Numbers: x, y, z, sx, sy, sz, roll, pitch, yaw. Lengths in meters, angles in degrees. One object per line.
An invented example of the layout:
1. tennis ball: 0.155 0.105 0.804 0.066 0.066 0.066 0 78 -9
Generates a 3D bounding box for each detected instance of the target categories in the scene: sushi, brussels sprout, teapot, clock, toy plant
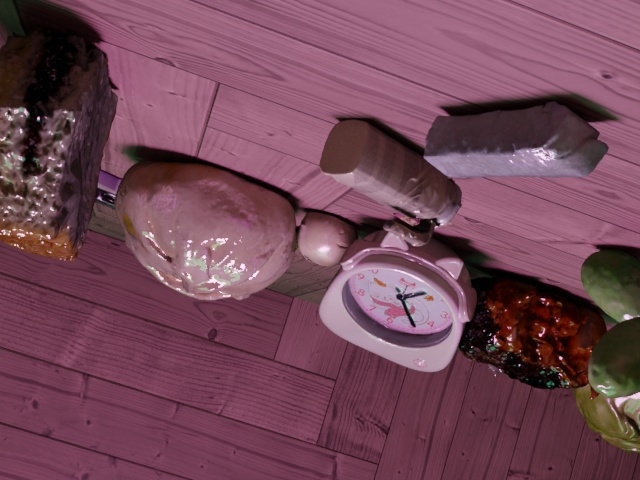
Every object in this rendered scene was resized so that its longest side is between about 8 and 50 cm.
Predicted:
1. sushi: 0.422 0.193 1.923 0.343 0.196 0.182 22 177 -25
2. brussels sprout: 0.708 0.346 2.172 0.328 0.247 0.328 19 175 2
3. teapot: 0.091 -0.065 1.243 0.200 0.107 0.077 25 166 -41
4. clock: -0.489 -0.111 2.261 0.198 0.064 0.172 23 169 -26
5. toy plant: 0.521 0.150 1.312 0.356 0.211 0.317 29 -149 -5
6. clock: 0.153 0.093 1.794 0.265 0.109 0.324 26 141 4

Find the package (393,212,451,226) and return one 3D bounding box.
1. package: 0.161 -0.033 1.564 0.059 0.029 0.083 31 155 -30

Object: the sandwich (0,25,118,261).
1. sandwich: -0.349 -0.122 1.253 0.131 0.262 0.325 13 172 -4

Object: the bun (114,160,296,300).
1. bun: -0.222 -0.006 1.850 0.365 0.219 0.365 19 167 5

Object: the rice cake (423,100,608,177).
1. rice cake: 0.185 -0.097 0.992 0.069 0.063 0.206 26 168 -35

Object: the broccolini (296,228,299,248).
1. broccolini: 0.000 0.000 2.047 0.051 0.054 0.239 -21 -165 -37

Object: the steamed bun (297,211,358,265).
1. steamed bun: 0.014 0.003 1.874 0.112 0.091 0.130 14 170 14

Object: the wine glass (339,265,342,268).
1. wine glass: 0.122 0.171 2.034 0.309 0.264 0.096 25 147 39
